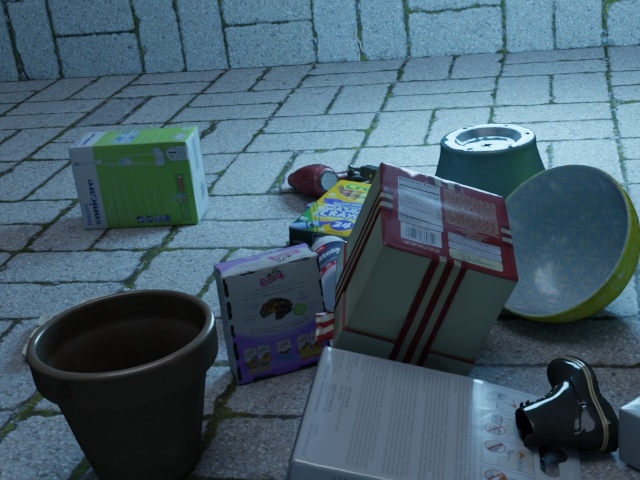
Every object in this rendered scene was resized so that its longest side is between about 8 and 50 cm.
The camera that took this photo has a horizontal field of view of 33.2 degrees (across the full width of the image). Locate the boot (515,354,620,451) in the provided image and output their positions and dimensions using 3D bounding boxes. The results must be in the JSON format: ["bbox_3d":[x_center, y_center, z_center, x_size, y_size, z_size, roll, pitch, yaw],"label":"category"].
[{"bbox_3d":[0.325,0.225,1.529,0.137,0.076,0.198,2,22,-12],"label":"boot"}]

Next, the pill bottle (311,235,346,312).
[{"bbox_3d":[0.033,0.059,2.013,0.108,0.107,0.180,-10,22,-9],"label":"pill bottle"}]

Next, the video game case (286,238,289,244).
[{"bbox_3d":[0.000,0.000,2.293,0.122,0.011,0.087,12,28,38],"label":"video game case"}]

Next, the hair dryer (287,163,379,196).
[{"bbox_3d":[0.050,-0.137,2.564,0.294,0.080,0.224,4,0,22],"label":"hair dryer"}]

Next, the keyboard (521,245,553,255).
[{"bbox_3d":[0.395,0.048,1.984,0.256,0.072,0.014,-7,18,-2],"label":"keyboard"}]

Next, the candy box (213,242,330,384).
[{"bbox_3d":[-0.078,0.120,1.778,0.165,0.196,0.070,-13,21,-15],"label":"candy box"}]

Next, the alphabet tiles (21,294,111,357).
[{"bbox_3d":[-0.398,0.167,1.985,0.278,0.021,0.284,-6,22,2],"label":"alphabet tiles"}]

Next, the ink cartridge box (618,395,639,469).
[{"bbox_3d":[0.525,0.247,1.444,0.208,0.086,0.153,-21,27,-33],"label":"ink cartridge box"}]

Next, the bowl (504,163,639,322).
[{"bbox_3d":[0.443,0.026,1.872,0.156,0.289,0.289,30,-5,-40],"label":"bowl"}]

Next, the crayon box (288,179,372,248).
[{"bbox_3d":[0.091,-0.041,2.250,0.203,0.083,0.323,10,26,21],"label":"crayon box"}]

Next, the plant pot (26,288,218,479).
[{"bbox_3d":[-0.264,0.226,1.529,0.263,0.229,0.263,-5,22,2],"label":"plant pot"}]

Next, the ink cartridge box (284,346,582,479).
[{"bbox_3d":[0.161,0.292,1.492,0.385,0.091,0.308,13,24,3],"label":"ink cartridge box"}]

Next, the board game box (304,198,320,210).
[{"bbox_3d":[0.020,-0.075,2.458,0.090,0.020,0.090,-13,23,-19],"label":"board game box"}]

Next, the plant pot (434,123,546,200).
[{"bbox_3d":[0.331,-0.082,2.080,0.272,0.255,0.271,-5,22,2],"label":"plant pot"}]

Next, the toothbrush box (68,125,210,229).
[{"bbox_3d":[-0.419,-0.146,2.510,0.283,0.206,0.122,-4,23,9],"label":"toothbrush box"}]

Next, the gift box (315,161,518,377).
[{"bbox_3d":[0.144,0.070,1.695,0.255,0.258,0.276,18,38,-5],"label":"gift box"}]
